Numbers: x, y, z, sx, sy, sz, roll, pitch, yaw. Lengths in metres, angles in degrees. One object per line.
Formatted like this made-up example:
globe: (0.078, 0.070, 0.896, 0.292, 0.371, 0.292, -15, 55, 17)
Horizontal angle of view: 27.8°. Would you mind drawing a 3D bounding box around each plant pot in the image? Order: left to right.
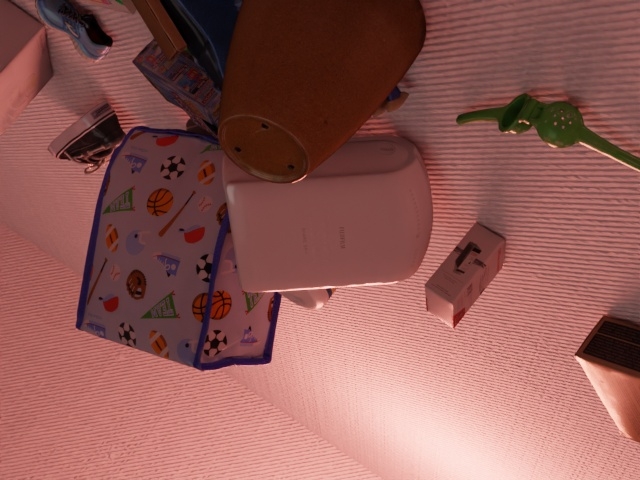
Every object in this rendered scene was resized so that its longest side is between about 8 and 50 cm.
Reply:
plant pot: (-0.024, -0.202, 1.580, 0.237, 0.254, 0.237, 18, 146, 13)

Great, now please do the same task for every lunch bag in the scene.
lunch bag: (-0.226, 0.003, 2.272, 0.328, 0.385, 0.239, 12, -173, 35)

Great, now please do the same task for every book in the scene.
book: (-0.373, -0.422, 2.128, 0.144, 0.035, 0.096, 19, 157, 40)

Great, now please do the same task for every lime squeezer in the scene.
lime squeezer: (0.277, -0.144, 1.600, 0.310, 0.058, 0.110, 20, -176, 38)

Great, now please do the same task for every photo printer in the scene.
photo printer: (0.017, -0.038, 1.962, 0.308, 0.107, 0.256, -3, 134, 1)

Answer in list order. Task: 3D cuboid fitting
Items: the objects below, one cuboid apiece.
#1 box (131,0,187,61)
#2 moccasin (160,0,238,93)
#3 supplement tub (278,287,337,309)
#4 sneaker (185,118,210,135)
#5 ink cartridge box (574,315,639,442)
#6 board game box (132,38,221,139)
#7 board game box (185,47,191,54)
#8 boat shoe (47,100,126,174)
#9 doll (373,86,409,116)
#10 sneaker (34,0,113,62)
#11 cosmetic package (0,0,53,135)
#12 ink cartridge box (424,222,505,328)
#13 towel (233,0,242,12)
box: (-0.259, -0.355, 1.864, 0.201, 0.021, 0.164, 59, 173, -8)
moccasin: (-0.131, -0.301, 1.863, 0.342, 0.138, 0.117, 59, 164, -12)
supplement tub: (0.000, 0.000, 2.162, 0.144, 0.199, 0.144, 33, 160, 14)
sneaker: (-0.181, -0.164, 2.346, 0.152, 0.054, 0.061, 44, 167, 6)
ink cartridge box: (0.518, 0.233, 1.951, 0.193, 0.088, 0.234, 19, 154, 46)
board game box: (-0.192, -0.229, 2.132, 0.194, 0.060, 0.194, 31, 167, 50)
board game box: (-0.218, -0.351, 2.001, 0.259, 0.039, 0.124, 46, 160, -14)
boat shoe: (-0.473, -0.200, 2.677, 0.105, 0.113, 0.306, 56, 149, -7)
doll: (0.043, -0.254, 1.746, 0.189, 0.046, 0.129, 48, 154, -18)
sneaker: (-0.427, -0.389, 2.275, 0.162, 0.063, 0.073, 41, 143, -22)
cosmetic package: (-0.650, -0.326, 2.529, 0.138, 0.224, 0.224, 33, 161, 5)
ink cartridge box: (0.223, 0.054, 1.993, 0.056, 0.135, 0.099, 33, 160, 21)
towel: (-0.062, -0.303, 1.789, 0.119, 0.067, 0.029, 48, -165, -28)
